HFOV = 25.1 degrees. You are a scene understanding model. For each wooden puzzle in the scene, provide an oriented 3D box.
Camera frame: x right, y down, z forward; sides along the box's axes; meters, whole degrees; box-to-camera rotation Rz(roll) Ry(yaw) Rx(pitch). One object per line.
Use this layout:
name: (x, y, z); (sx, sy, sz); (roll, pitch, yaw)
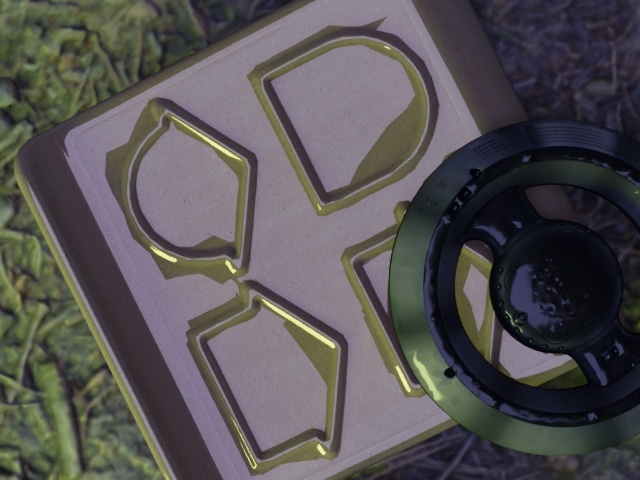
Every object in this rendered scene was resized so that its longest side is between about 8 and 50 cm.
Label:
wooden puzzle: (0.000, 0.000, 1.049); (0.348, 0.080, 0.322); (-27, 90, 2)

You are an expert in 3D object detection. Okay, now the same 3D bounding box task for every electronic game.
electronic game: (0.160, 0.031, 0.979); (0.229, 0.048, 0.229); (0, 88, -3)
